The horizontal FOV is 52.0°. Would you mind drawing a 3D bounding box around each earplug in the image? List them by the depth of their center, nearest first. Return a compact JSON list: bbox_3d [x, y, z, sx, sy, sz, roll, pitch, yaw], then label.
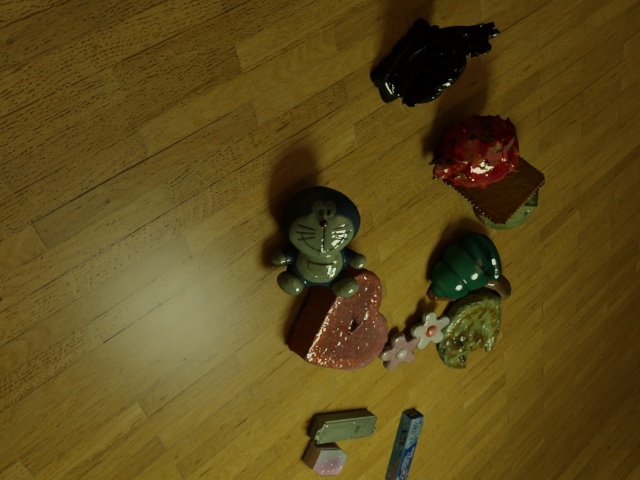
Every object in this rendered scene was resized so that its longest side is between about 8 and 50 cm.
[{"bbox_3d":[0.453,0.085,2.042,0.280,0.164,0.257,-37,164,-9],"label":"earplug"}]

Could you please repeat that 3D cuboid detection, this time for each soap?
[{"bbox_3d":[0.017,0.654,1.968,0.149,0.056,0.100,19,99,-46],"label":"soap"}]

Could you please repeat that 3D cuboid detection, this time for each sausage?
[{"bbox_3d":[0.391,0.172,2.082,0.131,0.041,0.039,5,86,-45],"label":"sausage"}]

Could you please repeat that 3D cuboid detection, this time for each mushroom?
[{"bbox_3d":[0.600,0.151,2.236,0.209,0.094,0.072,34,90,-42],"label":"mushroom"}]

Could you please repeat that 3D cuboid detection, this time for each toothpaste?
[{"bbox_3d":[0.290,0.711,2.252,0.066,0.053,0.272,-4,114,-42],"label":"toothpaste"}]

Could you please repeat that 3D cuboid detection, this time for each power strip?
[{"bbox_3d":[0.068,0.559,1.970,0.272,0.052,0.078,9,104,-44],"label":"power strip"}]

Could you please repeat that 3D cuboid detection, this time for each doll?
[{"bbox_3d":[0.000,0.000,1.540,0.228,0.154,0.259,3,126,-5],"label":"doll"}]

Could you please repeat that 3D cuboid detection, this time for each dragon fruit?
[{"bbox_3d":[0.415,-0.238,1.793,0.268,0.210,0.205,-24,135,-6],"label":"dragon fruit"}]

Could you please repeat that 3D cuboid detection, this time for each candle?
[{"bbox_3d":[0.052,0.221,1.731,0.287,0.131,0.317,-27,126,-27],"label":"candle"}]

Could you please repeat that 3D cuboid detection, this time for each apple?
[{"bbox_3d":[0.552,-0.135,1.985,0.188,0.174,0.207,7,113,-17],"label":"apple"}]

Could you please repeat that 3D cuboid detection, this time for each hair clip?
[{"bbox_3d":[0.290,0.306,2.040,0.257,0.075,0.146,-36,136,-18],"label":"hair clip"}]

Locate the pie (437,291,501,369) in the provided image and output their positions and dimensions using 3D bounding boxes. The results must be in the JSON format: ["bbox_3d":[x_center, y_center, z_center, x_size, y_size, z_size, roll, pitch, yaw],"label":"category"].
[{"bbox_3d":[0.512,0.302,2.225,0.302,0.067,0.303,-17,127,-24],"label":"pie"}]

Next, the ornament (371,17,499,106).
[{"bbox_3d":[0.278,-0.412,1.528,0.251,0.260,0.106,-51,130,-9],"label":"ornament"}]

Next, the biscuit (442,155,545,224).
[{"bbox_3d":[0.502,-0.180,1.893,0.237,0.232,0.013,-42,164,-21],"label":"biscuit"}]
